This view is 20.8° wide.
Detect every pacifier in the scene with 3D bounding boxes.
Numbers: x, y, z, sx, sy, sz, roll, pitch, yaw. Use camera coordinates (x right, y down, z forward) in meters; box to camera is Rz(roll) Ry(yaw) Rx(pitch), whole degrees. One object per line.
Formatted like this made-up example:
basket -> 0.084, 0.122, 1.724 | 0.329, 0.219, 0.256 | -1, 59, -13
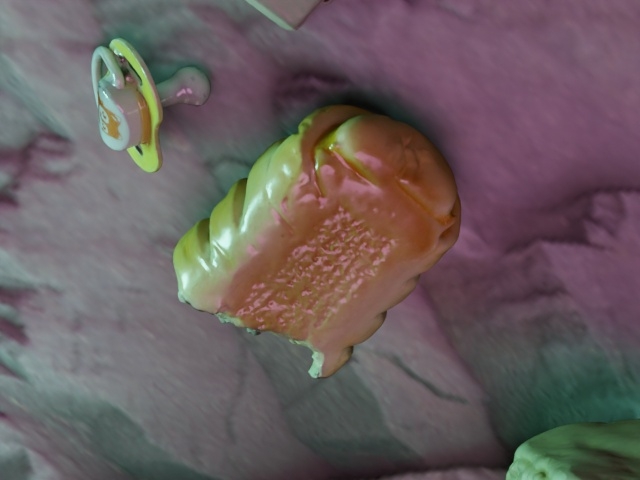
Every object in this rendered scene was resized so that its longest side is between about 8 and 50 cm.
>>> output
pacifier -> -0.093, -0.081, 0.961 | 0.064, 0.068, 0.083 | -21, 143, -22

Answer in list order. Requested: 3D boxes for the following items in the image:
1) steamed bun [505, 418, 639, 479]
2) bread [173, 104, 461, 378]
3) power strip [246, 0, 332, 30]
steamed bun -> 0.224, 0.243, 1.013 | 0.203, 0.276, 0.289 | -9, 95, -3
bread -> 0.000, 0.000, 0.975 | 0.119, 0.084, 0.177 | 36, 116, -18
power strip -> -0.105, -0.238, 0.866 | 0.367, 0.043, 0.106 | 35, 118, -16
